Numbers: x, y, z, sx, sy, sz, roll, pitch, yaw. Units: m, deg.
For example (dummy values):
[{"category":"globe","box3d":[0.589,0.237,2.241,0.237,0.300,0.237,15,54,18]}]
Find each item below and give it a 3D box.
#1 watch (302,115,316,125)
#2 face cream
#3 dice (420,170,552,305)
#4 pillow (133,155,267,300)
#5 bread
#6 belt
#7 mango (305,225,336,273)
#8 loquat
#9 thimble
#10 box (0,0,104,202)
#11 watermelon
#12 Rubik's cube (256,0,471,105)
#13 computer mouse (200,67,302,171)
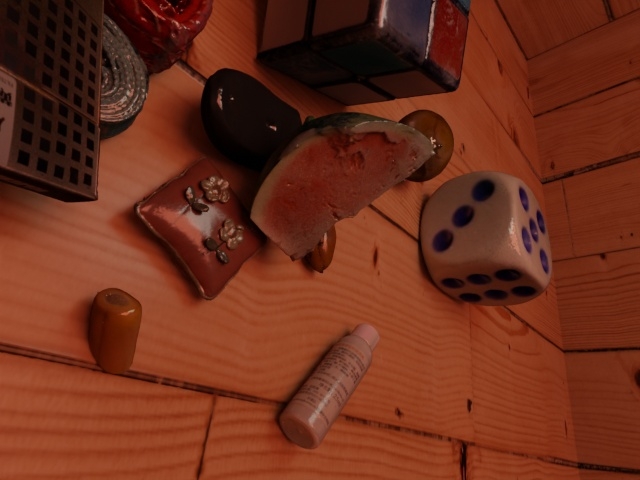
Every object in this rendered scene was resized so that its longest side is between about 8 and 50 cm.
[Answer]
[{"category":"watch","box3d":[0.033,-0.170,0.891,0.131,0.165,0.151,8,96,-49]},{"category":"face cream","box3d":[0.032,0.249,0.775,0.269,0.082,0.081,-40,108,-47]},{"category":"dice","box3d":[0.482,0.000,1.227,0.304,0.277,0.304,37,51,-39]},{"category":"pillow","box3d":[-0.167,-0.024,0.642,0.179,0.075,0.171,57,42,-21]},{"category":"bread","box3d":[-0.258,0.112,0.521,0.062,0.103,0.049,30,28,14]},{"category":"belt","box3d":[-0.305,-0.217,0.544,0.148,0.082,0.162,4,78,-38]},{"category":"mango","box3d":[0.000,0.000,0.835,0.077,0.063,0.126,28,57,-49]},{"category":"loquat","box3d":[0.273,-0.261,1.151,0.179,0.179,0.227,51,42,-25]},{"category":"thimble","box3d":[-0.253,-0.359,0.617,0.163,0.125,0.189,22,62,-42]},{"category":"box","box3d":[-0.287,-0.213,0.411,0.180,0.047,0.324,47,39,-78]},{"category":"watermelon","box3d":[0.026,-0.116,0.704,0.180,0.305,0.224,55,5,-2]},{"category":"Rubik's cube","box3d":[0.098,-0.483,0.859,0.319,0.317,0.312,6,93,-49]},{"category":"computer mouse","box3d":[-0.125,-0.200,0.737,0.270,0.087,0.137,13,80,-63]}]
